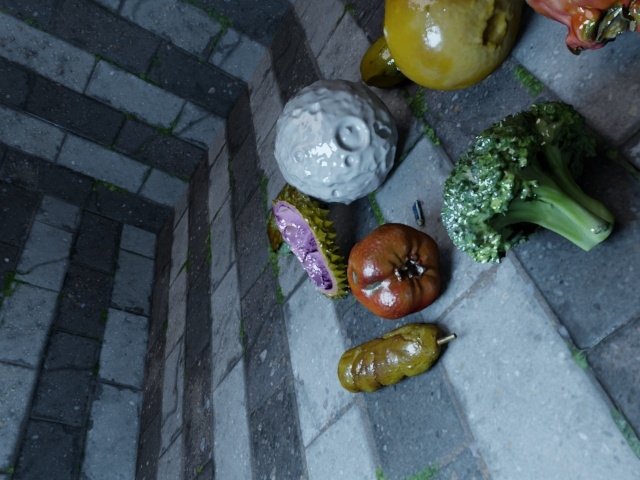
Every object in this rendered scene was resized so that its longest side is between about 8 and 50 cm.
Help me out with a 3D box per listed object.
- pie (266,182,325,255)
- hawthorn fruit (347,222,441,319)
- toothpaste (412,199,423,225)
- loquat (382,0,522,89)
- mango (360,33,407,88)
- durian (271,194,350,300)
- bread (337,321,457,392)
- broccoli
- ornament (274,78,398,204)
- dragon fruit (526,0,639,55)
[{"bbox_3d":[-0.078,-0.109,1.780,0.354,0.102,0.289,-42,38,46],"label":"pie"},{"bbox_3d":[0.144,0.067,1.179,0.243,0.207,0.208,-6,65,70],"label":"hawthorn fruit"},{"bbox_3d":[0.237,-0.065,1.289,0.083,0.019,0.027,-95,21,-47],"label":"toothpaste"},{"bbox_3d":[0.291,-0.503,1.196,0.328,0.328,0.329,-39,39,42],"label":"loquat"},{"bbox_3d":[0.197,-0.536,1.579,0.262,0.129,0.167,1,66,65],"label":"mango"},{"bbox_3d":[0.000,0.001,1.415,0.112,0.341,0.191,-31,0,-31],"label":"durian"},{"bbox_3d":[0.154,0.247,1.143,0.344,0.083,0.124,-35,42,45],"label":"bread"},{"bbox_3d":[0.342,-0.091,0.897,0.288,0.259,0.235,-55,16,18],"label":"broccoli"},{"bbox_3d":[0.044,-0.264,1.419,0.337,0.337,0.337,-39,39,42],"label":"ornament"},{"bbox_3d":[0.499,-0.467,0.900,0.305,0.226,0.305,-27,17,9],"label":"dragon fruit"}]
